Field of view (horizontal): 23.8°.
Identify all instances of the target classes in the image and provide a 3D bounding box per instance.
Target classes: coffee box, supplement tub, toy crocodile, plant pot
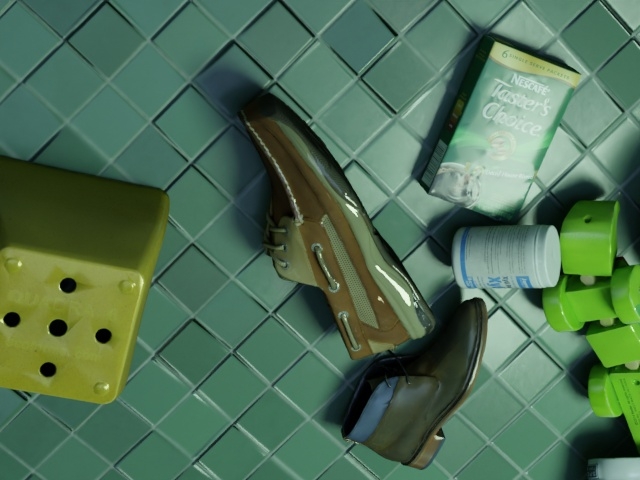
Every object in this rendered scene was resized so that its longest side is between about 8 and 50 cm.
[{"bbox_3d":[0.194,-0.120,1.651,0.113,0.040,0.184,20,104,-17],"label":"coffee box"},{"bbox_3d":[0.203,0.018,1.663,0.107,0.071,0.071,-1,113,24],"label":"supplement tub"},{"bbox_3d":[0.351,0.109,1.737,0.115,0.105,0.340,-11,118,37],"label":"toy crocodile"},{"bbox_3d":[-0.269,0.055,1.538,0.212,0.187,0.212,12,107,-15],"label":"plant pot"}]

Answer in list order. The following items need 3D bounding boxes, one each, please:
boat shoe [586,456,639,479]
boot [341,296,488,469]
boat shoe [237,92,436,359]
[{"bbox_3d":[0.497,0.330,1.769,0.367,0.136,0.156,0,80,1],"label":"boat shoe"},{"bbox_3d":[0.107,0.154,1.707,0.106,0.082,0.219,16,107,-19],"label":"boot"},{"bbox_3d":[0.000,0.000,1.612,0.120,0.122,0.324,-32,111,4],"label":"boat shoe"}]
